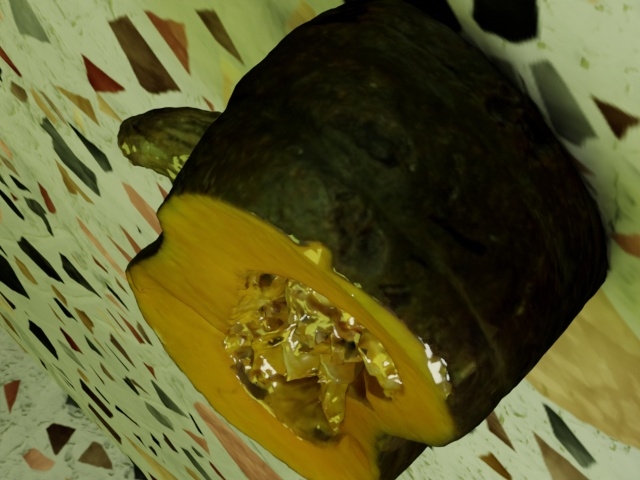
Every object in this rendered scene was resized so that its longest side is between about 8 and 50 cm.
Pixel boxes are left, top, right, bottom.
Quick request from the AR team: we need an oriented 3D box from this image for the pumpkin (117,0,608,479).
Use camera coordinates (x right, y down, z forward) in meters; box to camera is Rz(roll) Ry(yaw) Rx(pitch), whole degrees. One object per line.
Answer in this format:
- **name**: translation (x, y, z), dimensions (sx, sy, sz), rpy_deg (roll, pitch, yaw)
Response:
- **pumpkin**: translation (0.000, 0.000, 0.754), dimensions (0.222, 0.139, 0.317), rpy_deg (45, 164, 4)
